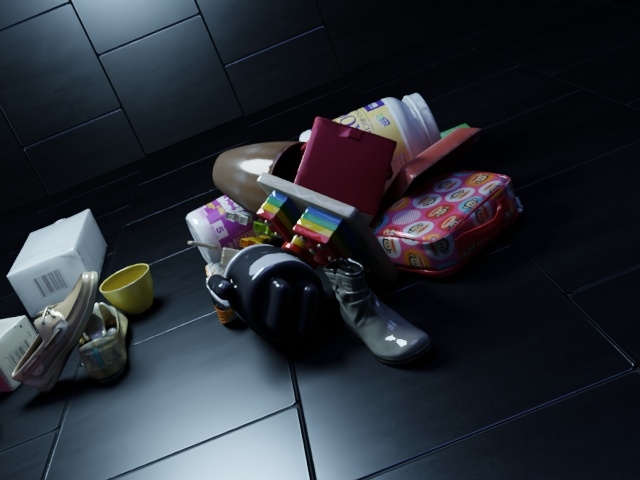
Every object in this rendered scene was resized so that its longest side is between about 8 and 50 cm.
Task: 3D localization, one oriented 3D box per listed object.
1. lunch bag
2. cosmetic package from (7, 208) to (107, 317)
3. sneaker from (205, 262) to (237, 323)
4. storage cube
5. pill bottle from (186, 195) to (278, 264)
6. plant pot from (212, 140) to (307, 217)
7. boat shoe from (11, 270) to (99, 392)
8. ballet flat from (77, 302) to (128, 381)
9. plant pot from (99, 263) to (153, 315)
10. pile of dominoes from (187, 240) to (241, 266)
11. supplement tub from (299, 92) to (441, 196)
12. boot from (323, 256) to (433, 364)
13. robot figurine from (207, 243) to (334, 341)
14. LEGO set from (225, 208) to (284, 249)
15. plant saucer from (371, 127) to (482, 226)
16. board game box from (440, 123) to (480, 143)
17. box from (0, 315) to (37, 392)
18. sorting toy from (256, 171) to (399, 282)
[{"bbox_3d":[0.276,-0.041,1.644,0.293,0.120,0.258,-36,25,-29],"label":"lunch bag"},{"bbox_3d":[-0.793,0.060,2.395,0.217,0.156,0.385,-22,21,0],"label":"cosmetic package"},{"bbox_3d":[-0.197,0.100,1.810,0.121,0.099,0.262,-19,23,-3],"label":"sneaker"},{"bbox_3d":[0.044,-0.127,1.740,0.183,0.215,0.193,111,177,-67],"label":"storage cube"},{"bbox_3d":[-0.187,-0.060,2.067,0.301,0.169,0.169,-28,22,-14],"label":"pill bottle"},{"bbox_3d":[-0.145,-0.151,1.919,0.230,0.215,0.215,14,40,35],"label":"plant pot"},{"bbox_3d":[-0.587,0.195,1.739,0.302,0.098,0.109,-60,24,9],"label":"boat shoe"},{"bbox_3d":[-0.516,0.209,1.831,0.123,0.123,0.348,-26,22,-9],"label":"ballet flat"},{"bbox_3d":[-0.481,0.134,1.995,0.134,0.095,0.134,-19,22,8],"label":"plant pot"},{"bbox_3d":[-0.211,0.039,1.832,0.196,0.040,0.251,12,-2,-6],"label":"pile of dominoes"},{"bbox_3d":[0.136,-0.231,2.057,0.331,0.241,0.241,-23,22,-1],"label":"supplement tub"},{"bbox_3d":[0.088,0.119,1.396,0.083,0.161,0.246,-32,24,-22],"label":"boot"},{"bbox_3d":[-0.098,0.107,1.596,0.173,0.209,0.278,-43,25,-9],"label":"robot figurine"},{"bbox_3d":[-0.123,-0.010,1.945,0.227,0.087,0.093,18,15,8],"label":"LEGO set"},{"bbox_3d":[0.232,-0.146,1.823,0.258,0.048,0.259,-35,-14,-33],"label":"plant saucer"},{"bbox_3d":[0.318,-0.265,2.251,0.260,0.030,0.136,-21,20,3],"label":"board game box"},{"bbox_3d":[-0.820,0.288,1.921,0.232,0.126,0.148,-11,25,27],"label":"box"},{"bbox_3d":[0.000,0.000,1.599,0.257,0.255,0.089,23,71,36],"label":"sorting toy"}]
